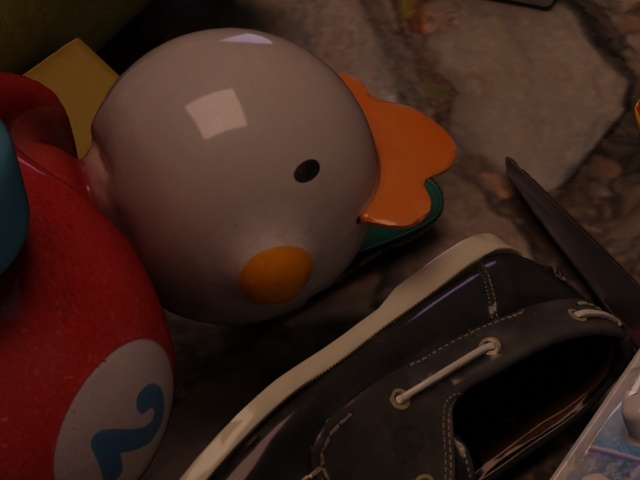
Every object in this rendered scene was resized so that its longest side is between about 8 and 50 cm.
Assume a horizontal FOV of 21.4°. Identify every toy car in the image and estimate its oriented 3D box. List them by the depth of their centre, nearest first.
[{"bbox_3d":[-0.055,-0.002,0.623,0.238,0.219,0.210,-16,42,-9],"label":"toy car"}]

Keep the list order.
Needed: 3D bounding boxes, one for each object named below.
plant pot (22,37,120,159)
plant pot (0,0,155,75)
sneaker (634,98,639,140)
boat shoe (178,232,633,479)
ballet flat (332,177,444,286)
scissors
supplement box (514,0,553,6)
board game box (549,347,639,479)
[{"bbox_3d":[-0.107,-0.024,0.767,0.083,0.081,0.081,35,56,21],"label":"plant pot"},{"bbox_3d":[-0.198,-0.150,0.813,0.276,0.276,0.254,17,59,27],"label":"plant pot"},{"bbox_3d":[0.214,-0.092,0.795,0.175,0.064,0.067,-30,27,-29],"label":"sneaker"},{"bbox_3d":[0.019,0.085,0.614,0.079,0.084,0.233,36,58,29],"label":"boat shoe"},{"bbox_3d":[0.000,0.000,0.754,0.114,0.041,0.041,-24,43,-16],"label":"ballet flat"},{"bbox_3d":[0.154,0.050,0.679,0.109,0.021,0.297,-13,40,0],"label":"scissors"},{"bbox_3d":[0.044,-0.219,0.931,0.220,0.111,0.114,16,47,26],"label":"supplement box"},{"bbox_3d":[0.232,0.078,0.485,0.390,0.050,0.390,10,51,45],"label":"board game box"}]
